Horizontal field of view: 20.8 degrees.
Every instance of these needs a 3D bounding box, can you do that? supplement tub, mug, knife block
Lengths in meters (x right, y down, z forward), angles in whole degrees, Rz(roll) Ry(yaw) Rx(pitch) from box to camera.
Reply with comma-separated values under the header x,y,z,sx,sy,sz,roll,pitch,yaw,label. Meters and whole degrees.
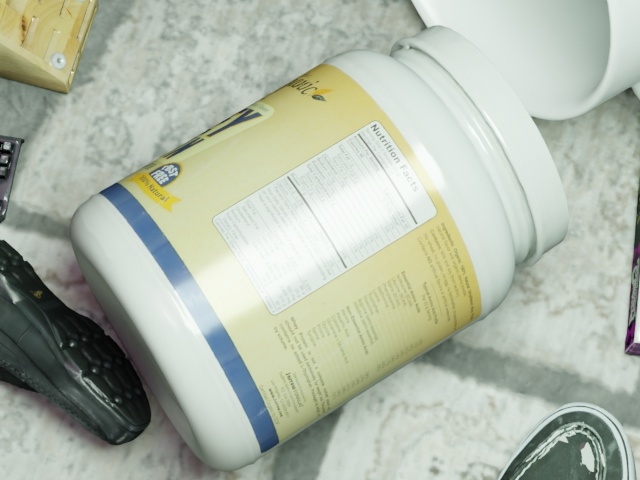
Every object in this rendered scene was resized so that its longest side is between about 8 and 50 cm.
x,y,z,sx,sy,sz,roll,pitch,yaw,label
0.000,0.000,1.283,0.316,0.228,0.228,-31,74,-12,supplement tub
0.279,-0.248,1.368,0.328,0.276,0.374,-31,90,-22,mug
-0.357,-0.211,1.434,0.276,0.242,0.088,31,67,-39,knife block

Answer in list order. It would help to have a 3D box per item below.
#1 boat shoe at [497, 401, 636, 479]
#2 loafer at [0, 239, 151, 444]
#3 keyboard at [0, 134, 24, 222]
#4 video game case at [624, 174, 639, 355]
x,y,z,sx,sy,sz,roll,pitch,yaw,label
0.139,0.247,1.259,0.113,0.105,0.306,27,74,22,boat shoe
-0.221,0.081,1.336,0.223,0.076,0.078,42,112,13,loafer
-0.333,-0.077,1.409,0.180,0.023,0.108,10,71,1,keyboard
0.367,0.003,1.390,0.232,0.042,0.210,8,72,1,video game case
